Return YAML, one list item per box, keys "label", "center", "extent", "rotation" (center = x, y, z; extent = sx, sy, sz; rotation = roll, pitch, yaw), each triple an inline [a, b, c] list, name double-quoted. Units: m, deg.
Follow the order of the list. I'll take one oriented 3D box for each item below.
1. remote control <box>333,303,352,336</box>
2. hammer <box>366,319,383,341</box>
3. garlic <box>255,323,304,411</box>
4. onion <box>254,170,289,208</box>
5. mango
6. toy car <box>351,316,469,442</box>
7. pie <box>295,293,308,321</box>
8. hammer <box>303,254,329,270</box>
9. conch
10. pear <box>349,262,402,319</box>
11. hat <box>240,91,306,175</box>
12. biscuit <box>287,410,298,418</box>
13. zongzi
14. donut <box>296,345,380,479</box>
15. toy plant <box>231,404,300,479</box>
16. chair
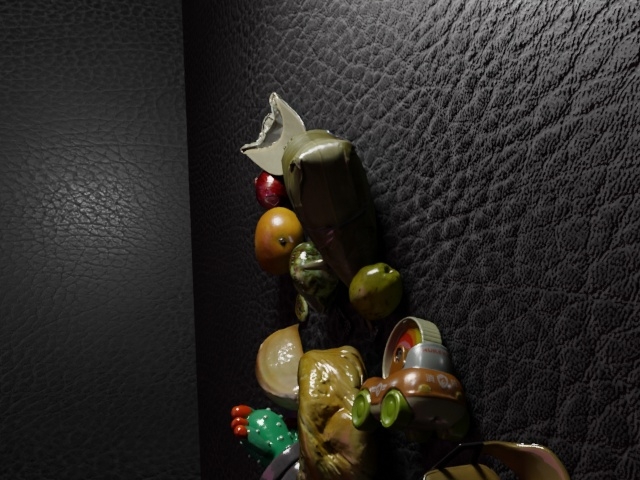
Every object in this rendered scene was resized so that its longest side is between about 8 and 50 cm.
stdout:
- label: "remote control"
  center: [0.057, 0.197, 1.484]
  extent: [0.096, 0.014, 0.039]
  rotation: [-124, 39, -52]
- label: "hammer"
  center: [0.099, 0.158, 1.378]
  extent: [0.182, 0.017, 0.062]
  rotation: [-112, 30, -45]
- label: "garlic"
  center: [-0.083, 0.380, 1.679]
  extent: [0.196, 0.151, 0.338]
  rotation: [-58, 28, 10]
- label: "onion"
  center: [-0.144, -0.161, 1.826]
  extent: [0.131, 0.131, 0.131]
  rotation: [179, 90, -68]
- label: "mango"
  center: [-0.126, 0.014, 1.773]
  extent: [0.254, 0.139, 0.175]
  rotation: [108, 164, -55]
- label: "toy car"
  center: [0.166, 0.245, 1.088]
  extent: [0.235, 0.145, 0.235]
  rotation: [-164, 90, -72]
- label: "pie"
  center: [-0.056, 0.196, 1.753]
  extent: [0.084, 0.021, 0.084]
  rotation: [178, 90, -68]
- label: "hammer"
  center: [0.000, 0.000, 1.430]
  extent: [0.195, 0.060, 0.028]
  rotation: [-81, -22, -48]
- label: "conch"
  center: [-0.004, 0.089, 1.476]
  extent: [0.187, 0.124, 0.181]
  rotation: [62, 174, -12]
- label: "pear"
  center: [0.111, 0.105, 1.223]
  extent: [0.131, 0.107, 0.107]
  rotation: [-56, 39, 36]
- label: "hat"
  center: [-0.117, -0.308, 1.816]
  extent: [0.245, 0.149, 0.214]
  rotation: [42, 112, 17]
- label: "biscuit"
  center: [-0.045, 0.538, 1.731]
  extent: [0.280, 0.043, 0.183]
  rotation: [-155, 63, -69]
- label: "zongzi"
  center: [0.035, -0.065, 1.394]
  extent: [0.356, 0.174, 0.393]
  rotation: [-111, -1, -69]
- label: "donut"
  center: [0.031, 0.405, 1.292]
  extent: [0.360, 0.170, 0.360]
  rotation: [178, 90, -88]
- label: "toy plant"
  center: [-0.083, 0.561, 1.518]
  extent: [0.400, 0.279, 0.185]
  rotation: [35, 115, 37]
- label: "chair"
  center: [0.235, 0.401, 0.881]
  extent: [0.247, 0.172, 0.158]
  rotation: [102, 156, -46]
